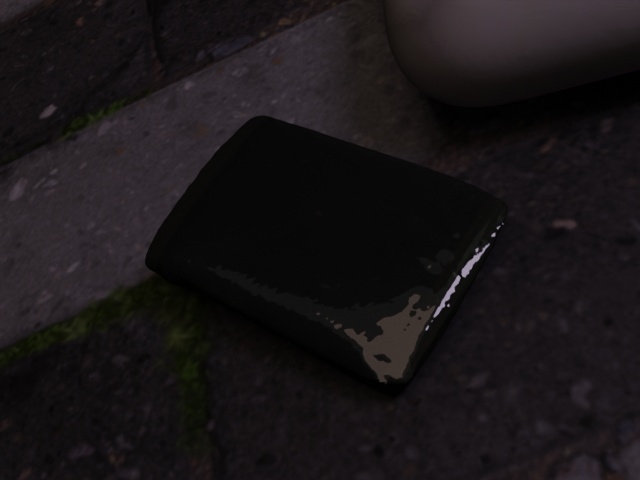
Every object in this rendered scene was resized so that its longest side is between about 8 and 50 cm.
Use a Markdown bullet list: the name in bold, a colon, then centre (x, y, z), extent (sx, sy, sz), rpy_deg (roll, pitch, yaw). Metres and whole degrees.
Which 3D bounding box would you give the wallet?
- **wallet**: centre (0.000, 0.000, 0.628), extent (0.245, 0.052, 0.168), rpy_deg (24, 70, 32)

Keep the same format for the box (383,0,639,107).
- **box**: centre (0.214, -0.248, 0.635), extent (0.349, 0.141, 0.289), rpy_deg (-13, 51, 19)
